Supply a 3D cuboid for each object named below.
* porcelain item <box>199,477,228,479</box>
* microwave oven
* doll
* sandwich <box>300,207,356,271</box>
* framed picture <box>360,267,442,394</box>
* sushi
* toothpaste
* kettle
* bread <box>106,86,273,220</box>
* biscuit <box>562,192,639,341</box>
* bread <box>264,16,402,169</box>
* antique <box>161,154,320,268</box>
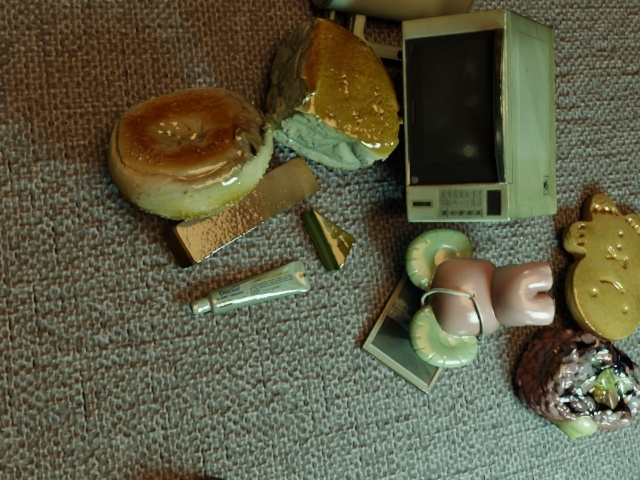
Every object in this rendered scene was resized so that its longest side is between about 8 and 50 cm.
[{"bbox_3d":[-0.186,0.511,1.587,0.147,0.114,0.147,3,83,-23],"label":"porcelain item"},{"bbox_3d":[0.310,-0.238,1.757,0.333,0.247,0.394,-8,97,-58],"label":"microwave oven"},{"bbox_3d":[0.307,0.113,1.782,0.268,0.216,0.284,-2,83,-16],"label":"doll"},{"bbox_3d":[0.000,0.000,1.761,0.116,0.074,0.074,35,70,-15],"label":"sandwich"},{"bbox_3d":[0.216,0.173,1.861,0.189,0.023,0.260,37,69,-13],"label":"framed picture"},{"bbox_3d":[0.576,0.321,1.915,0.270,0.171,0.236,29,72,-22],"label":"sushi"},{"bbox_3d":[-0.136,0.100,1.708,0.255,0.037,0.067,-16,84,-28],"label":"toothpaste"},{"bbox_3d":[0.155,-0.537,1.837,0.318,0.205,0.265,4,78,-26],"label":"kettle"},{"bbox_3d":[-0.235,-0.153,1.596,0.306,0.158,0.305,-2,45,2],"label":"bread"},{"bbox_3d":[0.671,0.064,2.025,0.275,0.052,0.355,31,61,-16],"label":"biscuit"},{"bbox_3d":[0.027,-0.288,1.732,0.250,0.225,0.279,22,63,-25],"label":"bread"},{"bbox_3d":[-0.149,-0.058,1.693,0.310,0.093,0.087,-33,96,-24],"label":"antique"}]
